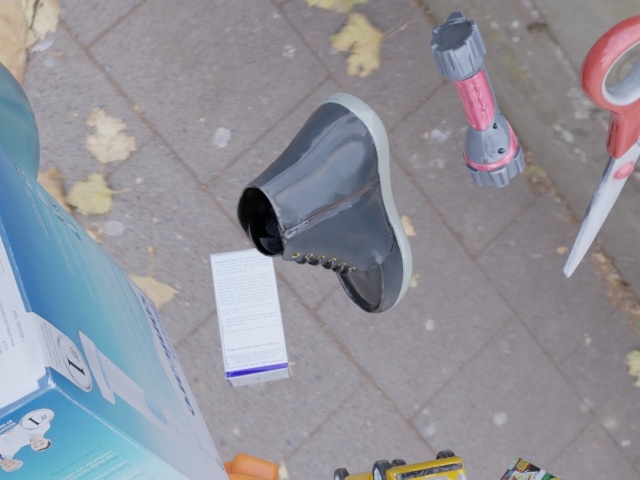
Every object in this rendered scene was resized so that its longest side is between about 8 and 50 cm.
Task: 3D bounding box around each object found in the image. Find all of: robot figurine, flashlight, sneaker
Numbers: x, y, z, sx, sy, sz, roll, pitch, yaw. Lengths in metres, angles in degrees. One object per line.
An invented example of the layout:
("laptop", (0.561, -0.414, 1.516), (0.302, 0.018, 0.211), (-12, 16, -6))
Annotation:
("robot figurine", (-0.117, 0.426, 1.423), (0.128, 0.158, 0.219), (55, 35, -47))
("flashlight", (0.253, -0.218, 1.604), (0.103, 0.103, 0.304), (-38, 136, -7))
("sneaker", (0.000, 0.000, 0.776), (0.118, 0.083, 0.222), (-42, 139, -25))

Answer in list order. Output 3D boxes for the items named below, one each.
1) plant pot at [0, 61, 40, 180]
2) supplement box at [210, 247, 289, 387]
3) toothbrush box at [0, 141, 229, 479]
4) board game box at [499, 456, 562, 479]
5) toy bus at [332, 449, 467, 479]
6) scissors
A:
("plant pot", (-0.445, -0.101, 0.915), (0.293, 0.235, 0.292), (-1, 81, 3))
("supplement box", (-0.124, 0.134, 1.720), (0.114, 0.111, 0.219), (-10, 75, -3))
("toothbrush box", (-0.183, 0.089, 0.644), (0.126, 0.216, 0.295), (-30, 148, 0))
("board game box", (0.331, 0.522, 1.781), (0.259, 0.136, 0.030), (-51, 119, -12))
("toy bus", (0.099, 0.373, 1.373), (0.108, 0.333, 0.130), (-5, 76, -18))
("scissors", (0.213, -0.064, 0.653), (0.109, 0.021, 0.297), (-32, 150, -8))
